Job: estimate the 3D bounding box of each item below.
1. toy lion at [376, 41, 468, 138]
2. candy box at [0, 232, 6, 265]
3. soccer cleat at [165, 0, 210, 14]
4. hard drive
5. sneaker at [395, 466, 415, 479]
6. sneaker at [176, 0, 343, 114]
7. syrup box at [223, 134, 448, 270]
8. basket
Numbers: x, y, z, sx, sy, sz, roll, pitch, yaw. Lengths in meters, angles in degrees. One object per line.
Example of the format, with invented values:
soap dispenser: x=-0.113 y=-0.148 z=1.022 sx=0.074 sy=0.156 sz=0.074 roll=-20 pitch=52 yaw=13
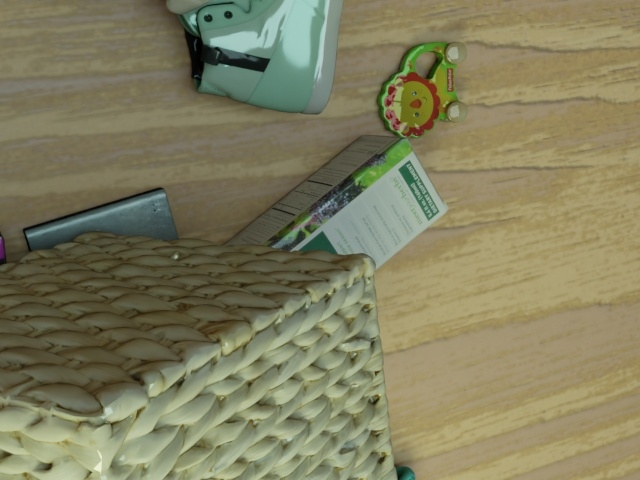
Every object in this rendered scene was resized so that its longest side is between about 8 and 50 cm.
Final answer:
toy lion: x=0.107 y=-0.159 z=0.980 sx=0.096 sy=0.034 sz=0.100 roll=-5 pitch=100 yaw=-16
candy box: x=-0.383 y=0.078 z=0.773 sx=0.233 sy=0.071 sz=0.159 roll=-6 pitch=102 yaw=-24
soccer cleat: x=-0.116 y=-0.294 z=0.822 sx=0.068 sy=0.076 sz=0.196 roll=16 pitch=61 yaw=-37
hard drive: x=-0.200 y=0.014 z=0.872 sx=0.135 sy=0.022 sz=0.094 roll=-19 pitch=106 yaw=-20
sneaker: x=-0.008 y=0.243 z=0.971 sx=0.275 sy=0.107 sz=0.110 roll=32 pitch=66 yaw=-30
sneaker: x=-0.056 y=-0.251 z=0.855 sx=0.151 sy=0.094 sz=0.256 roll=3 pitch=96 yaw=-22
syrup box: x=0.000 y=0.000 z=0.920 sx=0.237 sy=0.096 sz=0.093 roll=-39 pitch=112 yaw=-15
basket: x=-0.152 y=0.160 z=0.686 sx=0.328 sy=0.331 sz=0.267 roll=-26 pitch=115 yaw=-54
